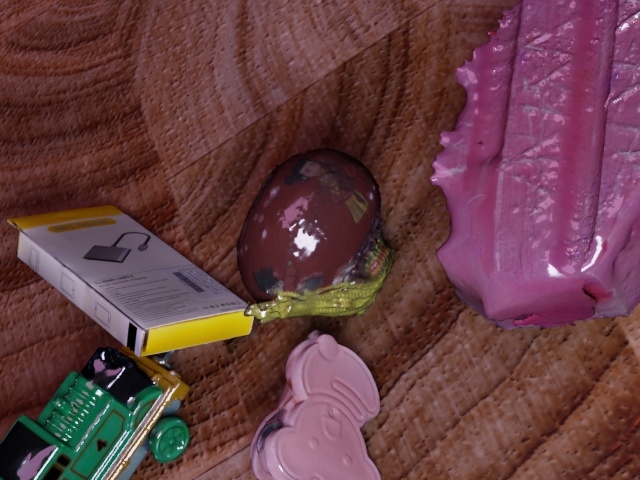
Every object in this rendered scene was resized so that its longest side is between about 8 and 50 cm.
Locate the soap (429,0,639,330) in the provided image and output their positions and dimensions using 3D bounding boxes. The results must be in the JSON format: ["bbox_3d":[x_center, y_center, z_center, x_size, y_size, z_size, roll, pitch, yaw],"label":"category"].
[{"bbox_3d":[0.216,-0.077,1.516,0.220,0.127,0.325,-4,61,32],"label":"soap"}]

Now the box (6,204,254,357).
[{"bbox_3d":[-0.183,0.034,1.713,0.247,0.129,0.033,34,123,43],"label":"box"}]

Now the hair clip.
[{"bbox_3d":[0.004,0.152,1.526,0.102,0.123,0.138,14,73,59],"label":"hair clip"}]

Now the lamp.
[{"bbox_3d":[0.001,-0.001,1.609,0.135,0.156,0.157,25,113,3],"label":"lamp"}]

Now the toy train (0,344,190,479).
[{"bbox_3d":[-0.208,0.180,1.625,0.091,0.136,0.228,29,83,41],"label":"toy train"}]
